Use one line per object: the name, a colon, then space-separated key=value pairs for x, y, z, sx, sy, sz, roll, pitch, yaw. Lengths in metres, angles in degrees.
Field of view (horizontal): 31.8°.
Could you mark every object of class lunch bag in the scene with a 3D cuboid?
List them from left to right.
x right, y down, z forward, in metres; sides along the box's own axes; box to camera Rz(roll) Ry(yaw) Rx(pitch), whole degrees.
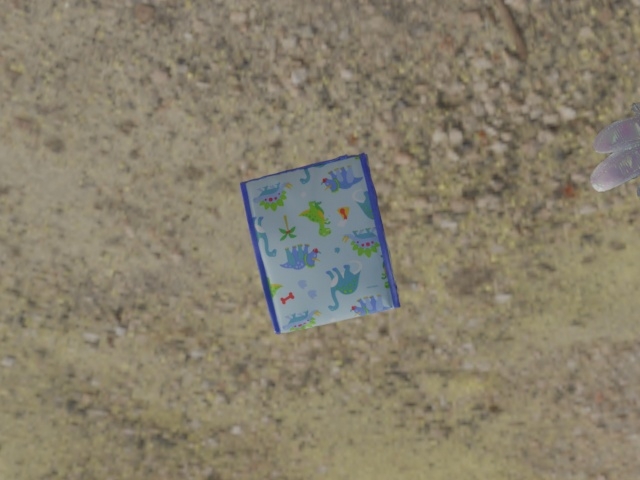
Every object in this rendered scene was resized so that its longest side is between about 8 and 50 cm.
lunch bag: x=0.000 y=0.000 z=1.089 sx=0.129 sy=0.096 sz=0.151 roll=-14 pitch=102 yaw=3

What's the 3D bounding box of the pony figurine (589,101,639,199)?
pony figurine: x=0.450 y=-0.004 z=0.948 sx=0.351 sy=0.302 sz=0.363 roll=-13 pitch=-179 yaw=-28
